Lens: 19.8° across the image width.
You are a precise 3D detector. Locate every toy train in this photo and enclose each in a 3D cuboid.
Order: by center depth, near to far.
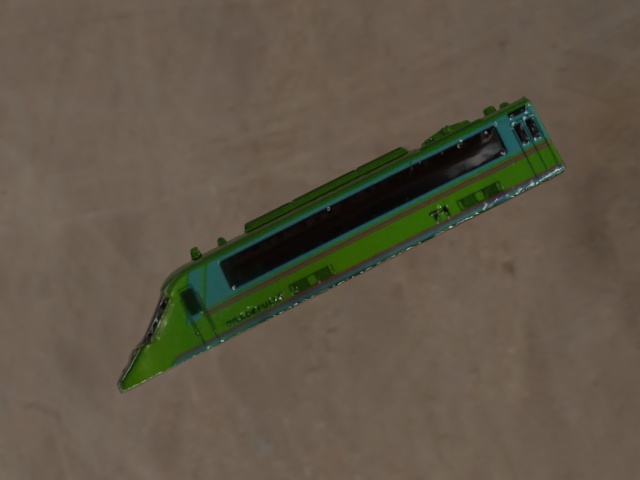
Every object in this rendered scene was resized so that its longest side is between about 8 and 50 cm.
[{"bbox_3d":[0.000,0.000,0.780,0.042,0.209,0.044,64,178,3],"label":"toy train"}]
